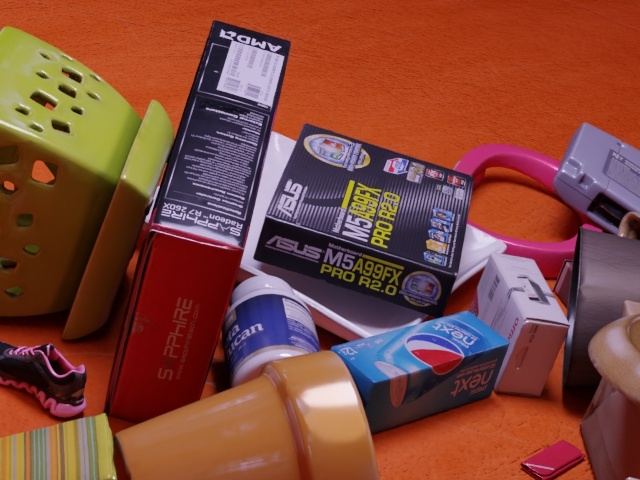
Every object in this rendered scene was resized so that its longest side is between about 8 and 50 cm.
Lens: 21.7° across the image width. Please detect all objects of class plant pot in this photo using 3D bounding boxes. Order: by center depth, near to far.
[{"bbox_3d":[-0.066,0.204,1.357,0.188,0.205,0.205,-8,33,-13],"label":"plant pot"},{"bbox_3d":[0.363,0.122,1.528,0.236,0.032,0.236,15,20,-6],"label":"plant pot"},{"bbox_3d":[-0.272,-0.049,1.664,0.207,0.227,0.228,21,27,-6],"label":"plant pot"}]

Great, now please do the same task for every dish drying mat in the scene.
[{"bbox_3d":[0.235,0.221,1.685,0.032,0.008,0.083,32,30,29],"label":"dish drying mat"}]

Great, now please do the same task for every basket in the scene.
[{"bbox_3d":[0.385,0.086,1.816,0.227,0.154,0.204,7,40,7],"label":"basket"}]

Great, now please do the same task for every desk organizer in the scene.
[{"bbox_3d":[0.353,0.060,2.019,0.130,0.047,0.050,5,32,-24],"label":"desk organizer"}]

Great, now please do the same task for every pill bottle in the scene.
[{"bbox_3d":[-0.048,0.106,1.638,0.094,0.094,0.169,10,27,-14],"label":"pill bottle"}]

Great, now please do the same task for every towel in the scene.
[{"bbox_3d":[-0.278,0.194,1.313,0.237,0.021,0.102,-14,27,-3],"label":"towel"}]

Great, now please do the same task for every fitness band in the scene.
[{"bbox_3d":[0.264,-0.039,2.153,0.209,0.054,0.291,26,29,10],"label":"fitness band"}]

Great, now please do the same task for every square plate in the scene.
[{"bbox_3d":[0.000,0.000,1.918,0.344,0.049,0.347,26,28,18],"label":"square plate"}]

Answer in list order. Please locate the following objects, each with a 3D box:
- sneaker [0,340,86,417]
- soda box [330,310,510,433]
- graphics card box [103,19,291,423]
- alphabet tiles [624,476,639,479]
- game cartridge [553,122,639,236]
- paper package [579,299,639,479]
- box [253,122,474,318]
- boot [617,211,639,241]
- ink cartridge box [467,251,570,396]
[{"bbox_3d":[-0.262,0.113,1.538,0.119,0.057,0.047,26,30,18],"label":"sneaker"},{"bbox_3d":[0.095,0.134,1.696,0.210,0.071,0.067,-12,39,-45],"label":"soda box"},{"bbox_3d":[-0.116,-0.023,1.630,0.094,0.233,0.371,14,36,-5],"label":"graphics card box"},{"bbox_3d":[0.406,0.321,1.400,0.342,0.011,0.285,15,66,-5],"label":"alphabet tiles"},{"bbox_3d":[0.445,-0.035,2.184,0.297,0.062,0.198,34,24,1],"label":"game cartridge"},{"bbox_3d":[0.448,0.223,1.625,0.325,0.168,0.309,10,26,-8],"label":"paper package"},{"bbox_3d":[0.055,-0.028,1.883,0.216,0.060,0.270,18,27,1],"label":"box"},{"bbox_3d":[0.452,0.074,1.947,0.203,0.095,0.262,20,35,-17],"label":"boot"},{"bbox_3d":[0.212,0.091,1.816,0.056,0.099,0.135,10,29,-18],"label":"ink cartridge box"}]
